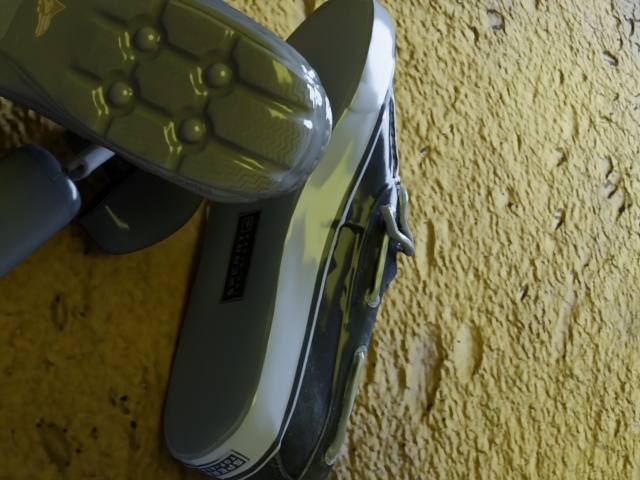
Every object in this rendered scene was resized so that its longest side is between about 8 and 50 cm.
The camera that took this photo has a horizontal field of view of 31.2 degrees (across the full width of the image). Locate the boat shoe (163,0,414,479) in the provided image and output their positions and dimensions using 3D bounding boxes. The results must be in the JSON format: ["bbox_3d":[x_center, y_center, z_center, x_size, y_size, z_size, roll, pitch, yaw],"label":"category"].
[{"bbox_3d":[0.003,0.000,0.684,0.105,0.113,0.306,31,60,-37],"label":"boat shoe"}]

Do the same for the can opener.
[{"bbox_3d":[-0.148,-0.004,0.579,0.280,0.074,0.093,-41,104,-41],"label":"can opener"}]

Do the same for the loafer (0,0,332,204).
[{"bbox_3d":[-0.138,-0.117,0.561,0.319,0.112,0.111,34,5,7],"label":"loafer"}]
